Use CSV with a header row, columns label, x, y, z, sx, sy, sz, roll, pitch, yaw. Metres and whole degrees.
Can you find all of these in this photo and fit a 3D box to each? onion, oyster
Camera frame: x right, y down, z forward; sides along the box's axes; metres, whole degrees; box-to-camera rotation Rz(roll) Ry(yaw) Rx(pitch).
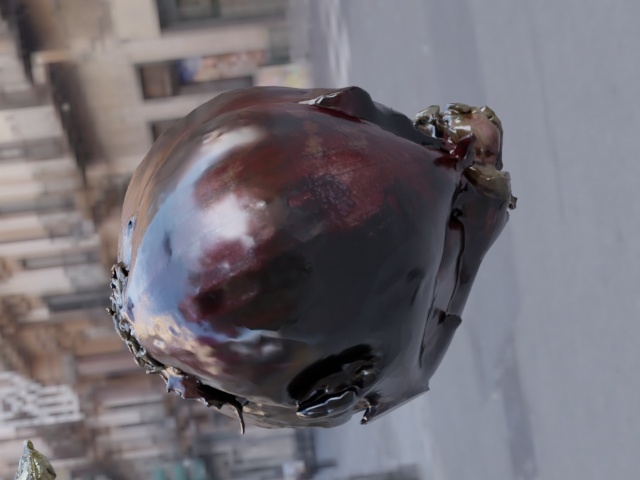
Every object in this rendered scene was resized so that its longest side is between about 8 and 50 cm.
label,x,y,z,sx,sy,sz,roll,pitch,yaw
onion,-0.019,0.008,0.947,0.281,0.281,0.221,100,147,-80
oyster,-0.290,0.254,1.586,0.083,0.038,0.080,-59,41,30
